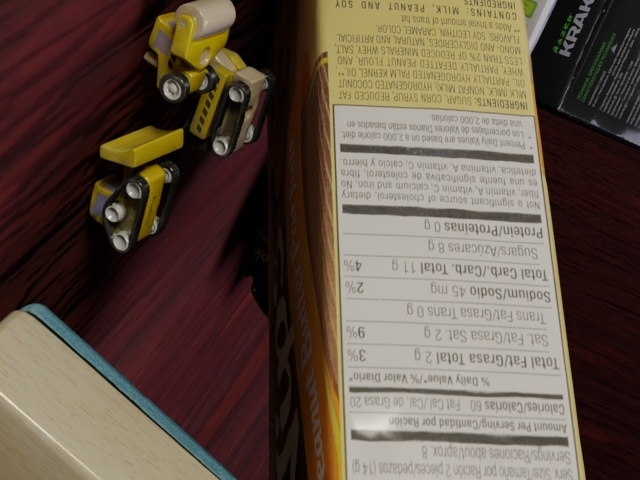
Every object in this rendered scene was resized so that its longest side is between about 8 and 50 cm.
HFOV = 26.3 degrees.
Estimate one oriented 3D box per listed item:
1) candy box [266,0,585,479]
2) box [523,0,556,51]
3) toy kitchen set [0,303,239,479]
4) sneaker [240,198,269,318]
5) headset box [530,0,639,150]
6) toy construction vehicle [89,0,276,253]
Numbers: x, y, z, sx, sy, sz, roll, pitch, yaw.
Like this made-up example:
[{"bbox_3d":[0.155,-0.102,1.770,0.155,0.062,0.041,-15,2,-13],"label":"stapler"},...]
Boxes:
[{"bbox_3d":[0.027,0.006,0.553,0.183,0.087,0.317,104,-14,-59],"label":"candy box"},{"bbox_3d":[0.094,-0.169,0.849,0.103,0.114,0.203,-65,174,10],"label":"box"},{"bbox_3d":[-0.096,0.099,0.527,0.207,0.122,0.166,-44,-174,33],"label":"toy kitchen set"},{"bbox_3d":[0.000,0.000,0.942,0.124,0.107,0.283,-49,170,0],"label":"sneaker"},{"bbox_3d":[0.209,-0.218,1.038,0.246,0.131,0.283,-65,-154,9],"label":"headset box"},{"bbox_3d":[-0.052,-0.055,0.515,0.086,0.035,0.098,-36,151,-53],"label":"toy construction vehicle"}]
